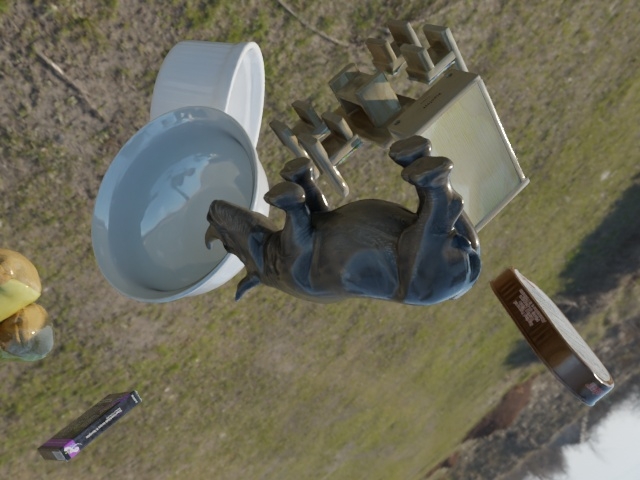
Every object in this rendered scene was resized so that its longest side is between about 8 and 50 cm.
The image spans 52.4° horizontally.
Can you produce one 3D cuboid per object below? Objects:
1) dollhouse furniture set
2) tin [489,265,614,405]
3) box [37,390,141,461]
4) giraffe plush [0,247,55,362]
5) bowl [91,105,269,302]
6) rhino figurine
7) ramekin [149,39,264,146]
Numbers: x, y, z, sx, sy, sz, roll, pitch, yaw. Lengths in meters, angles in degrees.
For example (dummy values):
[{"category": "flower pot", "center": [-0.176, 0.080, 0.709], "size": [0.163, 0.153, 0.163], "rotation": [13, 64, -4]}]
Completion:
[{"category": "dollhouse furniture set", "center": [0.104, -0.124, 0.781], "size": [0.212, 0.242, 0.161], "rotation": [-43, 126, -8]}, {"category": "tin", "center": [0.258, 0.101, 0.732], "size": [0.040, 0.189, 0.106], "rotation": [-42, 125, 15]}, {"category": "box", "center": [-0.410, 0.329, 1.160], "size": [0.116, 0.029, 0.162], "rotation": [-19, -165, 48]}, {"category": "giraffe plush", "center": [-0.365, 0.084, 0.553], "size": [0.210, 0.181, 0.170], "rotation": [-32, -171, 24]}, {"category": "bowl", "center": [-0.186, -0.038, 0.976], "size": [0.298, 0.298, 0.134], "rotation": [-45, 148, 8]}, {"category": "rhino figurine", "center": [0.000, 0.000, 0.457], "size": [0.073, 0.243, 0.106], "rotation": [-48, 123, -43]}, {"category": "ramekin", "center": [-0.199, -0.223, 1.165], "size": [0.277, 0.135, 0.277], "rotation": [11, 90, -85]}]
